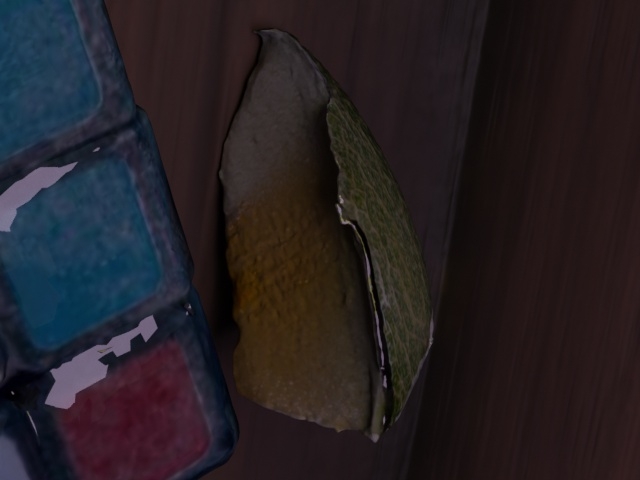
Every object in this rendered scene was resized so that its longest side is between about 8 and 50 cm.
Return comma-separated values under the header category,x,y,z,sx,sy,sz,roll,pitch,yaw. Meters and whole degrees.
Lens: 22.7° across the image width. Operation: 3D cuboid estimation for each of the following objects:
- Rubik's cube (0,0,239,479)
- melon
category,x,y,z,sx,sy,sz,roll,pitch,yaw
Rubik's cube,-0.238,-0.033,0.455,0.287,0.293,0.292,-28,123,-25
melon,0.005,-0.001,0.786,0.139,0.093,0.202,4,74,-63
